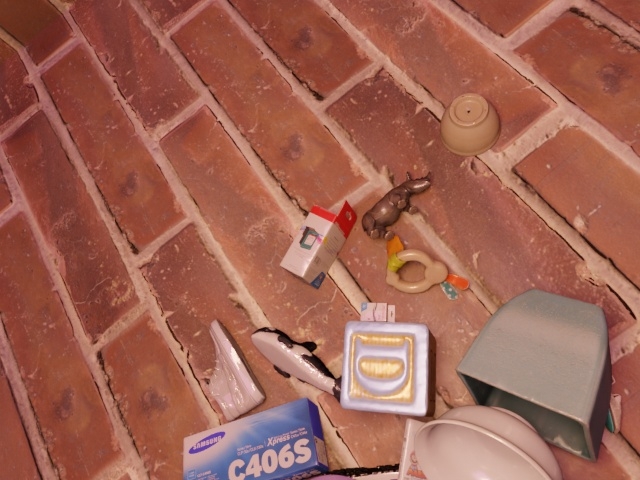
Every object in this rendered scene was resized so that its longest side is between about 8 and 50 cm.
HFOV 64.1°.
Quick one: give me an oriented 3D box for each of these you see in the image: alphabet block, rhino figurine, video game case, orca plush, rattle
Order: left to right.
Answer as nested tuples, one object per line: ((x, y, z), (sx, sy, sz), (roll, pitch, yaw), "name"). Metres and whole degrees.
((-0.036, 0.282, 1.289), (0.287, 0.151, 0.102), (13, 40, 36), "orca plush")
((0.162, 0.296, 1.168), (0.192, 0.197, 0.193), (1, 72, 19), "alphabet block")
((0.203, -0.099, 1.351), (0.243, 0.073, 0.106), (-46, 29, -2), "rhino figurine")
((0.267, 0.067, 1.305), (0.199, 0.143, 0.130), (5, 106, 4), "rattle")
((0.241, 0.478, 1.113), (0.019, 0.157, 0.143), (-24, 47, 58), "video game case")

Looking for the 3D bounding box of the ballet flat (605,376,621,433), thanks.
((0.612, 0.322, 1.093), (0.052, 0.057, 0.168), (-15, 68, 2), "ballet flat")

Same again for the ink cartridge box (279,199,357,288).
((0.000, 0.000, 1.356), (0.078, 0.134, 0.231), (26, 80, 24), "ink cartridge box")

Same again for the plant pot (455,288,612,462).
((0.467, 0.249, 1.044), (0.247, 0.248, 0.252), (17, 65, 40), "plant pot")

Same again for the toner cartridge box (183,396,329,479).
((-0.164, 0.518, 1.239), (0.347, 0.075, 0.165), (-22, 48, 10), "toner cartridge box")

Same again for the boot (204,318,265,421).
((-0.258, 0.340, 1.342), (0.123, 0.095, 0.258), (-34, 66, -3), "boot")

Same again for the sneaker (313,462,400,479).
((0.109, 0.578, 1.142), (0.283, 0.107, 0.124), (-11, 74, 14), "sneaker")

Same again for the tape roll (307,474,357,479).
((0.035, 0.651, 1.087), (0.274, 0.090, 0.275), (2, 98, 16), "tape roll")

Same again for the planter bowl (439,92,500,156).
((0.393, -0.320, 1.354), (0.162, 0.109, 0.162), (-6, 70, 17), "planter bowl")

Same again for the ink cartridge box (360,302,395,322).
((0.146, 0.185, 1.303), (0.083, 0.028, 0.048), (-2, 72, 17), "ink cartridge box")

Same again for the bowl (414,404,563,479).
((0.347, 0.430, 1.012), (0.298, 0.298, 0.134), (29, 45, 24), "bowl")
